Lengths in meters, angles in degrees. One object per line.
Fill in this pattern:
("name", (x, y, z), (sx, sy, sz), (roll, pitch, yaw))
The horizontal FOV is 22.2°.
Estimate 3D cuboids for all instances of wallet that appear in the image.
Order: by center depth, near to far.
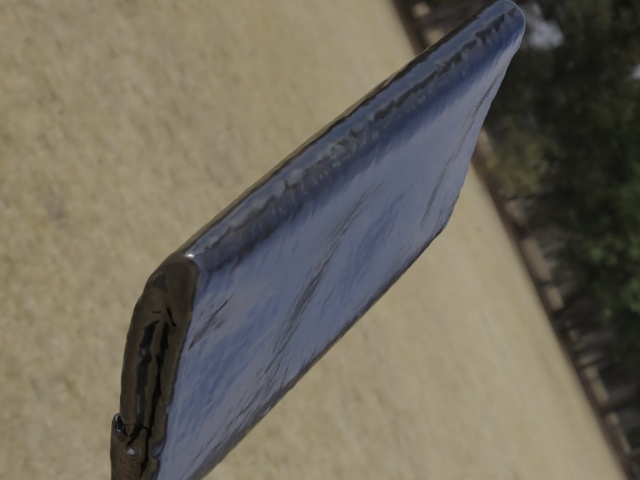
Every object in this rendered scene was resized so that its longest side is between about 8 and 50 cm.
("wallet", (0.000, 0.000, 0.810), (0.321, 0.044, 0.170), (-41, 156, -48))
